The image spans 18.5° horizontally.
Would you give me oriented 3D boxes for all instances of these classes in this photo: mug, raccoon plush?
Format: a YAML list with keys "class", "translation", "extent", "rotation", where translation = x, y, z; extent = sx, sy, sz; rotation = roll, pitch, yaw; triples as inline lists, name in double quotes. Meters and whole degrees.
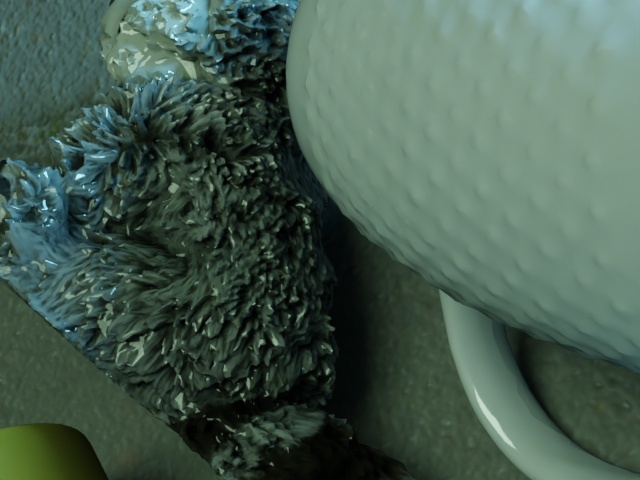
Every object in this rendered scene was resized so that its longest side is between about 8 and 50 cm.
- class: "mug"
  translation: [0.151, -0.032, 1.045]
  extent: [0.328, 0.276, 0.374]
  rotation: [14, 112, 46]
- class: "raccoon plush"
  translation: [0.000, 0.000, 1.233]
  extent: [0.446, 0.216, 0.299]
  rotation: [41, 86, 11]

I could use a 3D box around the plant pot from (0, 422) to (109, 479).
- class: "plant pot"
  translation: [-0.208, 0.276, 1.210]
  extent: [0.254, 0.254, 0.239]
  rotation: [-37, 70, 21]
